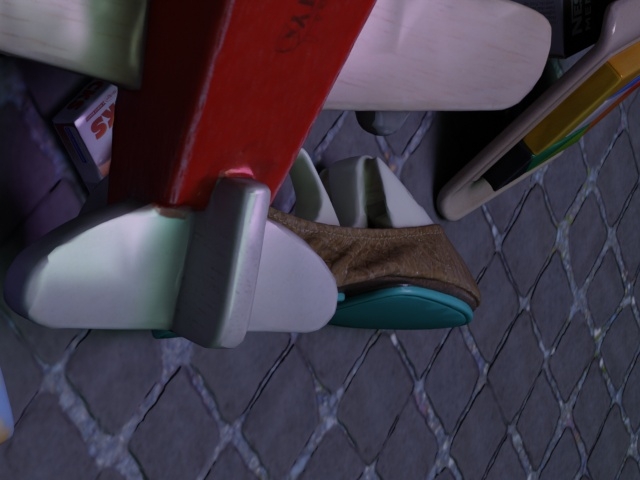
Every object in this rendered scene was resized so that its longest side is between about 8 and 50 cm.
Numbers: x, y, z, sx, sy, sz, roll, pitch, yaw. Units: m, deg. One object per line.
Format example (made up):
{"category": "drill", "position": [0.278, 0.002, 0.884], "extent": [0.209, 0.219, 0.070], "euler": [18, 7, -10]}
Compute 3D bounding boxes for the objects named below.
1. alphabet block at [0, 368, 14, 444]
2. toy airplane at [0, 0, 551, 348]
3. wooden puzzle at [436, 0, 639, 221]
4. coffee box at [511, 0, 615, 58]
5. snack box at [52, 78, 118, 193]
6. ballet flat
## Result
{"category": "alphabet block", "position": [-0.259, 0.017, 0.504], "extent": [0.197, 0.193, 0.192], "euler": [-33, 122, -46]}
{"category": "toy airplane", "position": [-0.058, -0.138, 0.713], "extent": [0.384, 0.272, 0.386], "euler": [-35, 140, -11]}
{"category": "wooden puzzle", "position": [0.219, -0.118, 1.155], "extent": [0.221, 0.044, 0.238], "euler": [-29, 164, -48]}
{"category": "coffee box", "position": [0.179, -0.281, 1.125], "extent": [0.141, 0.098, 0.246], "euler": [-27, 119, -49]}
{"category": "snack box", "position": [-0.089, -0.101, 0.858], "extent": [0.178, 0.022, 0.064], "euler": [-52, 134, -34]}
{"category": "ballet flat", "position": [0.000, 0.000, 0.956], "extent": [0.342, 0.116, 0.124], "euler": [3, 76, -51]}
